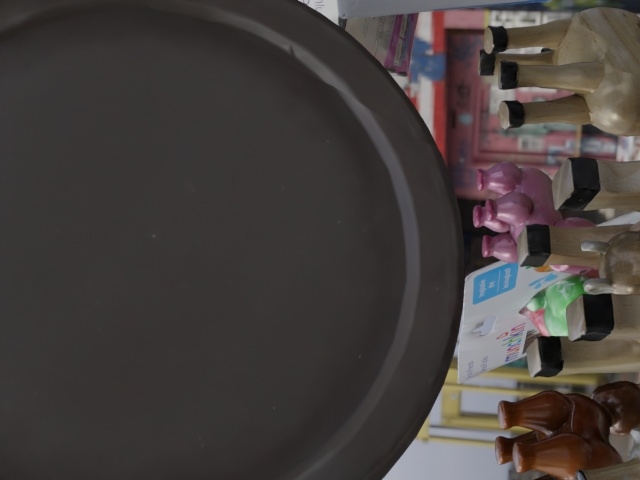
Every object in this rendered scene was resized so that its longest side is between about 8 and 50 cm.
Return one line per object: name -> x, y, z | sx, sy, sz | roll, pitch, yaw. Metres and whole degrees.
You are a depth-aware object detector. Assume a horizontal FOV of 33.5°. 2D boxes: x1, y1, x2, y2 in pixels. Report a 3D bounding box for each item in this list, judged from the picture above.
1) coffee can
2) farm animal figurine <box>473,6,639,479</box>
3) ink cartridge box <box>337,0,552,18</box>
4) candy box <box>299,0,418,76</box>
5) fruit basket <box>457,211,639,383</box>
coffee can -> -0.073, 0.046, 0.446 | 0.275, 0.201, 0.201 | 112, 166, -69
farm animal figurine -> 0.201, 0.007, 0.620 | 0.327, 0.172, 0.330 | 164, 104, -88
ink cartridge box -> 0.059, -0.192, 0.546 | 0.061, 0.104, 0.181 | 82, -173, -45
candy box -> 0.031, -0.232, 0.925 | 0.233, 0.071, 0.159 | -13, -66, -72
fruit basket -> 0.295, 0.037, 0.964 | 0.165, 0.353, 0.327 | 62, 174, 23
